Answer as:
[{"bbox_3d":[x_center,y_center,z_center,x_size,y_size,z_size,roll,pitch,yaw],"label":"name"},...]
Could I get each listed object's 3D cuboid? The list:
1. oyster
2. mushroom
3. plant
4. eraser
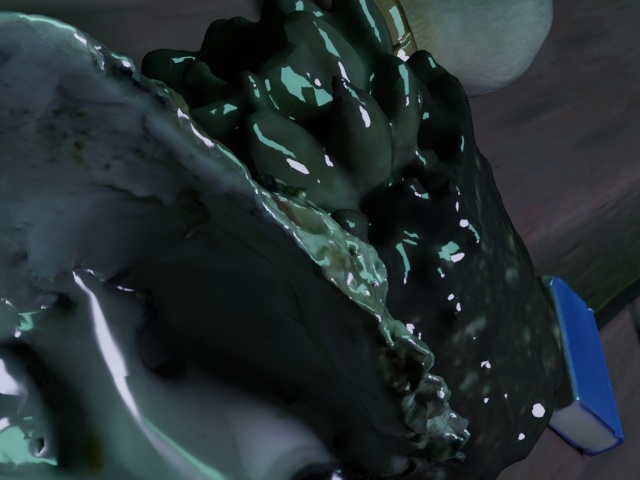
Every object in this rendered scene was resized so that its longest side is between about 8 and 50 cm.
[{"bbox_3d":[-0.047,0.023,0.535,0.252,0.199,0.087,-5,34,-37],"label":"oyster"},{"bbox_3d":[0.051,-0.114,0.998,0.116,0.093,0.225,48,33,-3],"label":"mushroom"},{"bbox_3d":[0.000,0.000,0.700,0.194,0.129,0.132,57,21,-29],"label":"plant"},{"bbox_3d":[0.135,0.067,1.066,0.063,0.027,0.084,38,35,-47],"label":"eraser"}]
